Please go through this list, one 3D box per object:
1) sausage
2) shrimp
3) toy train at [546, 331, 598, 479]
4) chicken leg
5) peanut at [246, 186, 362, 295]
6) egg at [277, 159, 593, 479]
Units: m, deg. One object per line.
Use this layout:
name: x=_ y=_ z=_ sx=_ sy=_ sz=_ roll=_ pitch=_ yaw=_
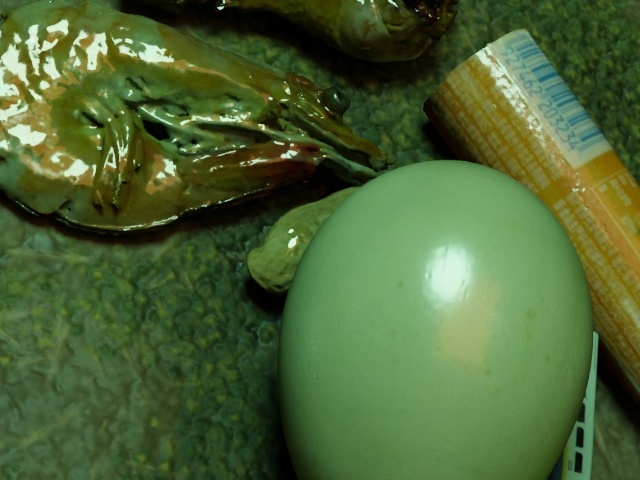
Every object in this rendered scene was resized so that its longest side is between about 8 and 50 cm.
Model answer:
sausage: x=0.195 y=0.006 z=1.220 sx=0.093 sy=0.093 sz=0.312 roll=-29 pitch=80 yaw=-31
shrimp: x=-0.090 y=-0.071 z=1.158 sx=0.294 sy=0.062 sz=0.154 roll=8 pitch=72 yaw=-12
toy train: x=0.141 y=0.164 z=1.144 sx=0.051 sy=0.052 sz=0.234 roll=19 pitch=60 yaw=-19
chicken leg: x=-0.015 y=-0.179 z=1.235 sx=0.251 sy=0.087 sz=0.107 roll=2 pitch=44 yaw=-15
peanut: x=0.000 y=0.000 z=1.165 sx=0.113 sy=0.054 sz=0.054 roll=-27 pitch=78 yaw=-28
egg: x=0.066 y=0.074 z=1.075 sx=0.188 sy=0.188 sz=0.254 roll=20 pitch=68 yaw=-13
